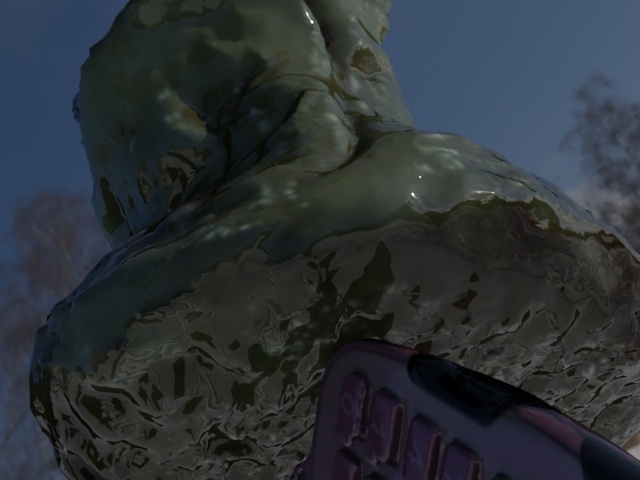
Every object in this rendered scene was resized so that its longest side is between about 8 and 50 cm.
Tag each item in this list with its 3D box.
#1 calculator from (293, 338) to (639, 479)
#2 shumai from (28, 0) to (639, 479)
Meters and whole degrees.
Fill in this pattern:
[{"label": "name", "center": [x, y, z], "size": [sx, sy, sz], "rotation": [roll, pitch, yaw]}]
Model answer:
[{"label": "calculator", "center": [0.073, 0.151, 0.456], "size": [0.043, 0.294, 0.194], "rotation": [-7, -69, -32]}, {"label": "shumai", "center": [0.000, 0.000, 0.726], "size": [0.324, 0.323, 0.397], "rotation": [-37, -37, 23]}]
